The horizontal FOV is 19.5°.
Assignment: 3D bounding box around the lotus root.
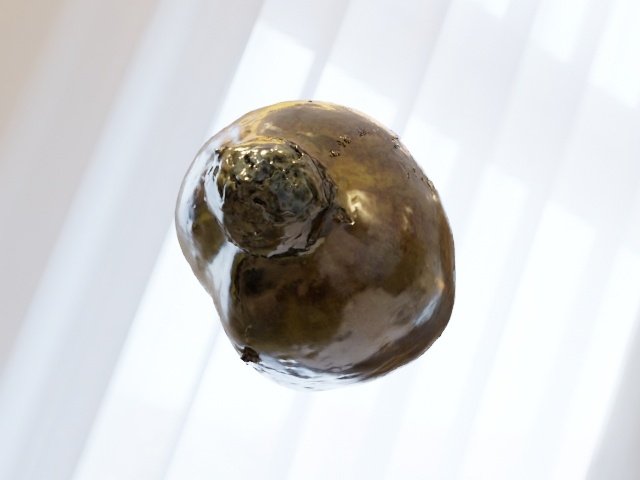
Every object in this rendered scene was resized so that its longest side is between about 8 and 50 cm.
[{"bbox_3d":[0.000,0.000,0.798,0.120,0.120,0.209,15,-13,16],"label":"lotus root"}]
